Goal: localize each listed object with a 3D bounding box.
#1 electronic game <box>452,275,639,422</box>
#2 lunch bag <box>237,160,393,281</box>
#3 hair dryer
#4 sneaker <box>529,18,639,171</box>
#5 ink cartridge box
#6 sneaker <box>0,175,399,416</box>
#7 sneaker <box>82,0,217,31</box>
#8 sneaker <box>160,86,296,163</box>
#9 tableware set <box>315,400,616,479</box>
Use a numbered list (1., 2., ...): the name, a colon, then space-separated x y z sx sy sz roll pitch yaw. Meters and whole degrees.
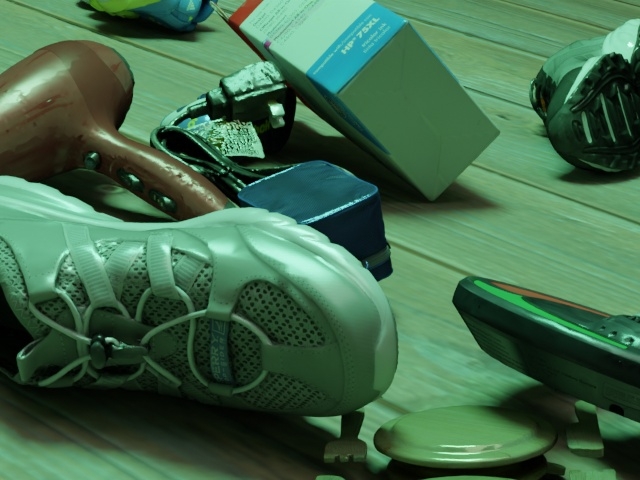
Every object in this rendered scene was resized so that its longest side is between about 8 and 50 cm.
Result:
1. electronic game: 0.176 0.063 0.881 0.229 0.048 0.229 19 5 -2
2. lunch bag: 0.000 0.000 1.050 0.067 0.065 0.098 -22 26 -21
3. hair dryer: -0.127 -0.064 1.150 0.294 0.080 0.223 -7 33 -17
4. sneaker: 0.228 -0.116 1.511 0.108 0.100 0.271 -12 13 22
5. ink cartridge box: 0.020 -0.134 1.340 0.134 0.078 0.231 45 -2 -37
6. sneaker: -0.097 0.045 0.854 0.281 0.105 0.115 8 29 27
7. sneaker: -0.175 -0.257 1.791 0.126 0.091 0.240 23 13 -16
8. sneaker: -0.066 -0.093 1.337 0.059 0.053 0.144 15 17 26
9. tableware set: 0.064 0.115 0.770 0.128 0.039 0.194 -2 11 7
